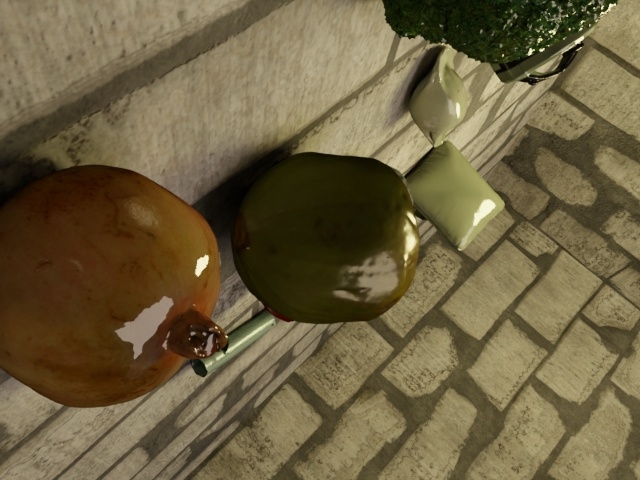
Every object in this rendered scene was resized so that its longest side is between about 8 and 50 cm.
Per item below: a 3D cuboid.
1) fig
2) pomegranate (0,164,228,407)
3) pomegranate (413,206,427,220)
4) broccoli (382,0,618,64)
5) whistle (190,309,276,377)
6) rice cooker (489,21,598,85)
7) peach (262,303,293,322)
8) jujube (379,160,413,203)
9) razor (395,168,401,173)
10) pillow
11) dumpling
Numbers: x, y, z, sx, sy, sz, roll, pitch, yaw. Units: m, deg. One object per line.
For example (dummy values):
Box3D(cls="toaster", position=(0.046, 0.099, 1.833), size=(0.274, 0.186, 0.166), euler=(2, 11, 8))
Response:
Box3D(cls="fig", position=(-0.003, -0.007, 1.009), size=(0.343, 0.343, 0.343), euler=(-44, 165, -15))
Box3D(cls="pomegranate", position=(-0.218, 0.052, 0.599), size=(0.252, 0.271, 0.229), euler=(-50, 159, -23))
Box3D(cls="pomegranate", position=(0.371, -0.145, 2.053), size=(0.205, 0.159, 0.159), euler=(-11, 154, -14))
Box3D(cls="broccoli", position=(0.283, -0.411, 0.803), size=(0.414, 0.321, 0.310), euler=(-32, 158, 7))
Box3D(cls="whistle", position=(-0.230, 0.280, 1.592), size=(0.312, 0.062, 0.062), euler=(-31, 158, -49))
Box3D(cls="rice cooker", position=(0.422, -0.444, 1.146), size=(0.226, 0.244, 0.226), euler=(-36, -174, 4))
Box3D(cls="peach", position=(-0.055, 0.103, 1.376), size=(0.190, 0.190, 0.192), euler=(-34, 139, -43))
Box3D(cls="jujube", position=(0.095, -0.058, 1.316), size=(0.226, 0.226, 0.317), euler=(-58, 175, 36))
Box3D(cls="razor", position=(0.164, -0.113, 1.736), size=(0.253, 0.042, 0.082), euler=(-54, 164, 19))
Box3D(cls="pillow", position=(0.448, -0.150, 1.930), size=(0.255, 0.322, 0.120), euler=(-46, -172, -8))
Box3D(cls="dumpling", position=(0.286, -0.354, 1.343), size=(0.179, 0.132, 0.252), euler=(-62, 151, -26))
